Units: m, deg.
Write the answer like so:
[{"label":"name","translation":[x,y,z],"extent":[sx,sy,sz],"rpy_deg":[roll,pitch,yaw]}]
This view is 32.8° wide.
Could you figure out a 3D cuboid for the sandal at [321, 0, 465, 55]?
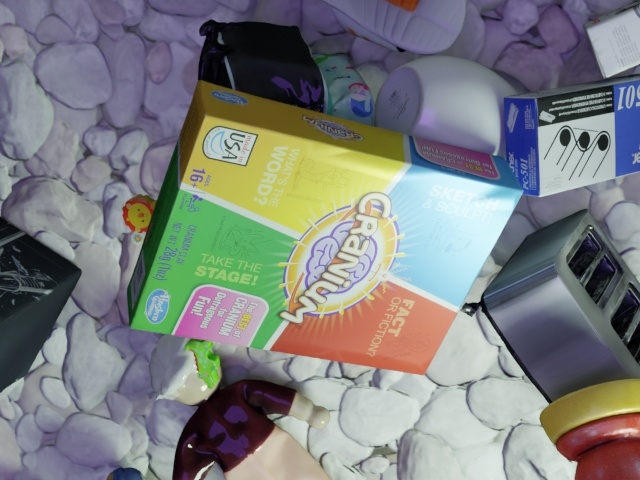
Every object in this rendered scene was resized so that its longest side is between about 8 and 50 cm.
[{"label":"sandal","translation":[0.045,-0.272,1.168],"extent":[0.265,0.076,0.102],"rpy_deg":[32,83,23]}]

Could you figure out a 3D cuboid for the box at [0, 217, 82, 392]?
[{"label":"box","translation":[-0.505,0.051,1.225],"extent":[0.343,0.312,0.179],"rpy_deg":[33,107,1]}]

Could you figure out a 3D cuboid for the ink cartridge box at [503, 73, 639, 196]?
[{"label":"ink cartridge box","translation":[0.273,-0.110,1.101],"extent":[0.046,0.207,0.097],"rpy_deg":[12,110,52]}]

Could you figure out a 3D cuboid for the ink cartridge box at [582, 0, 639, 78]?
[{"label":"ink cartridge box","translation":[0.340,-0.220,1.104],"extent":[0.135,0.099,0.056],"rpy_deg":[-23,98,15]}]

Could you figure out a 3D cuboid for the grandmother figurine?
[{"label":"grandmother figurine","translation":[-0.089,0.252,1.309],"extent":[0.208,0.104,0.342],"rpy_deg":[-38,91,-11]}]

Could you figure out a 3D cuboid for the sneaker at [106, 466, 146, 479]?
[{"label":"sneaker","translation":[-0.155,0.394,1.362],"extent":[0.131,0.112,0.296],"rpy_deg":[-30,98,-1]}]

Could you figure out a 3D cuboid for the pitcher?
[{"label":"pitcher","translation":[0.151,-0.097,1.135],"extent":[0.207,0.125,0.178],"rpy_deg":[10,119,-33]}]

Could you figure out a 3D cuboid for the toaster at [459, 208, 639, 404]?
[{"label":"toaster","translation":[0.264,0.077,1.141],"extent":[0.110,0.185,0.168],"rpy_deg":[-34,94,39]}]

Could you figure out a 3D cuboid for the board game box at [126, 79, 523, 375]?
[{"label":"board game box","translation":[0.000,0.000,1.041],"extent":[0.316,0.064,0.242],"rpy_deg":[11,122,-20]}]

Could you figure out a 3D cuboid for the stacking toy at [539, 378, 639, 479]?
[{"label":"stacking toy","translation":[0.399,0.218,1.097],"extent":[0.308,0.279,0.130],"rpy_deg":[-18,61,12]}]

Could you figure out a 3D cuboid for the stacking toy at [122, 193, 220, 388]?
[{"label":"stacking toy","translation":[-0.142,0.038,1.226],"extent":[0.052,0.167,0.221],"rpy_deg":[-15,101,16]}]

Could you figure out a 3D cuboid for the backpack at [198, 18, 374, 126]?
[{"label":"backpack","translation":[-0.048,-0.087,1.146],"extent":[0.191,0.225,0.254],"rpy_deg":[5,114,-13]}]
